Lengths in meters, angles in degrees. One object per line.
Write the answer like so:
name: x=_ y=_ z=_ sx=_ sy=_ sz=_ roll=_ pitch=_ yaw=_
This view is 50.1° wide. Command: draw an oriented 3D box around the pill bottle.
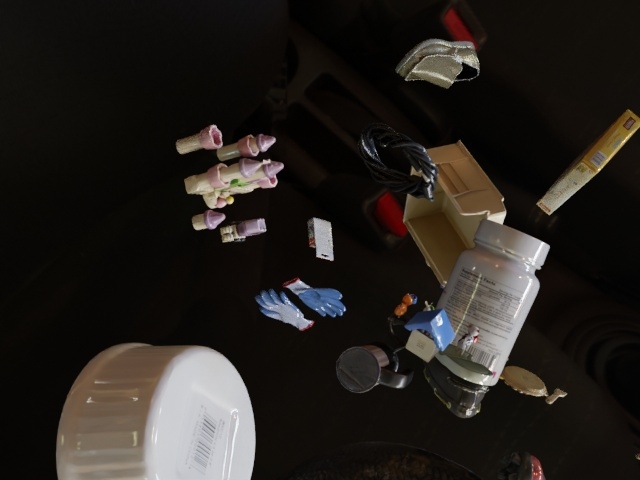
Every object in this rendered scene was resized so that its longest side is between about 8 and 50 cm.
pill bottle: x=0.311 y=0.113 z=1.292 sx=0.160 sy=0.160 sz=0.283 roll=23 pitch=93 yaw=-3

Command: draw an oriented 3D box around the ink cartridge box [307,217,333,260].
ink cartridge box: x=0.000 y=0.000 z=1.850 sx=0.063 sy=0.029 sz=0.115 roll=15 pitch=61 yaw=-37

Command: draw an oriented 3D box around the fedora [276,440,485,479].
fedora: x=0.093 y=0.285 z=0.449 sx=0.153 sy=0.334 sz=0.334 roll=-5 pitch=74 yaw=-54

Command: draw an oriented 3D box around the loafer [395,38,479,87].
loafer: x=0.277 y=-0.396 z=1.547 sx=0.251 sy=0.094 sz=0.087 roll=-18 pitch=72 yaw=-35

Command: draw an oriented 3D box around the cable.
cable: x=0.128 y=-0.143 z=1.217 sx=0.047 sy=0.150 sz=0.184 roll=-45 pitch=55 yaw=-14

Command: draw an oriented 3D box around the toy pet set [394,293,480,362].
toy pet set: x=0.160 y=0.109 z=0.961 sx=0.122 sy=0.065 sz=0.114 roll=31 pitch=36 yaw=21

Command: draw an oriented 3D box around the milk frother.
milk frother: x=0.111 y=0.206 z=1.290 sx=0.129 sy=0.135 sz=0.143 roll=-3 pitch=86 yaw=20

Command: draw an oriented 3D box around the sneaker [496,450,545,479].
sneaker: x=0.332 y=0.443 z=1.035 sx=0.135 sy=0.097 sz=0.276 roll=-1 pitch=104 yaw=10

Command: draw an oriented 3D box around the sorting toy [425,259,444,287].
sorting toy: x=0.373 y=-0.035 z=1.892 sx=0.196 sy=0.047 sz=0.347 roll=-21 pitch=65 yaw=28

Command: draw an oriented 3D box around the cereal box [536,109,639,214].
cereal box: x=0.581 y=-0.165 z=1.499 sx=0.047 sy=0.240 sz=0.173 roll=43 pitch=72 yaw=8

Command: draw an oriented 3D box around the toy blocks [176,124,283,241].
toy blocks: x=-0.206 y=-0.167 z=1.944 sx=0.260 sy=0.289 sz=0.308 roll=-12 pitch=87 yaw=21

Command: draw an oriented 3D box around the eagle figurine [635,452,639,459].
eagle figurine: x=0.727 y=0.416 z=1.129 sx=0.225 sy=0.298 sz=0.226 roll=25 pitch=112 yaw=-28

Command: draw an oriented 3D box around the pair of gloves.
pair of gloves: x=-0.043 y=0.140 z=1.531 sx=0.159 sy=0.198 sz=0.023 roll=36 pitch=45 yaw=-29

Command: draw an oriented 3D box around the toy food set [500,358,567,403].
toy food set: x=0.520 y=0.367 z=1.761 sx=0.192 sy=0.132 sz=0.038 roll=31 pitch=112 yaw=33

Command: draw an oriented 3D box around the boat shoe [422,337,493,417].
boat shoe: x=0.188 y=0.195 z=1.008 sx=0.081 sy=0.228 sz=0.068 roll=17 pitch=93 yaw=-2

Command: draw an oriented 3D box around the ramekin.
ramekin: x=-0.204 y=0.270 z=0.925 sx=0.135 sy=0.277 sz=0.277 roll=-11 pitch=77 yaw=24

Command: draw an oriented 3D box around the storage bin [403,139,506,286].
storage bin: x=0.324 y=-0.062 z=1.687 sx=0.123 sy=0.262 sz=0.260 roll=-13 pitch=49 yaw=-14
